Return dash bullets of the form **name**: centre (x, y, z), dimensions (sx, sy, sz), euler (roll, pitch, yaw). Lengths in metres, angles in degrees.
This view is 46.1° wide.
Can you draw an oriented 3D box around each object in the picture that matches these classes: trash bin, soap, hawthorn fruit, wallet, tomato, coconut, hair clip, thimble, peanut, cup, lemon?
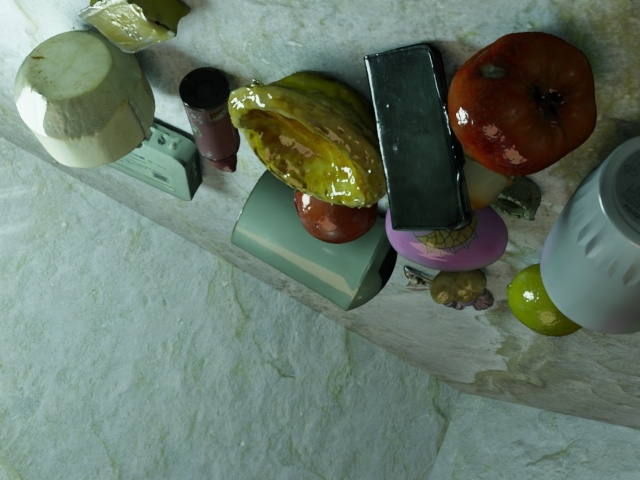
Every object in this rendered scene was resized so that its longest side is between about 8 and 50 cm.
- **trash bin**: centre (0.000, 0.000, 2.061), dimensions (0.432, 0.280, 0.280), euler (28, 165, 2)
- **soap**: centre (-0.371, -0.447, 1.483), dimensions (0.135, 0.076, 0.233), euler (37, 162, -34)
- **hawthorn fruit**: centre (0.276, -0.202, 1.108), dimensions (0.207, 0.207, 0.243), euler (29, -177, -15)
- **wallet**: centre (0.166, -0.169, 1.283), dimensions (0.172, 0.045, 0.318), euler (1, 109, 48)
- **tomato**: centre (0.033, -0.094, 1.796), dimensions (0.184, 0.208, 0.208), euler (-13, 143, 42)
- **coconut**: centre (-0.550, -0.328, 1.772), dimensions (0.323, 0.323, 0.323), euler (23, 165, 6)
- **hair clip**: centre (0.391, 0.159, 2.368), dimensions (0.300, 0.069, 0.173), euler (18, 164, 23)
- **thimble**: centre (0.396, -0.088, 1.521), dimensions (0.110, 0.062, 0.084), euler (27, 164, -10)
- **peanut**: centre (0.398, 0.130, 2.194), dimensions (0.098, 0.103, 0.229), euler (44, 158, -12)
- **cup**: centre (0.523, -0.007, 1.252), dimensions (0.253, 0.253, 0.371), euler (21, 162, 14)
- **lemon**: centre (0.558, 0.144, 1.842), dimensions (0.184, 0.184, 0.248), euler (33, 162, -30)

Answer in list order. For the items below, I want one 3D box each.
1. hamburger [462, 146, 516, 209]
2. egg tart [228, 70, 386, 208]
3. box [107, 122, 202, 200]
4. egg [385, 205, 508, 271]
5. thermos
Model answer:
- **hamburger**: centre (0.252, -0.146, 1.396), dimensions (0.236, 0.147, 0.237), euler (27, 177, 1)
- **egg tart**: centre (-0.003, -0.215, 1.526), dimensions (0.387, 0.169, 0.388), euler (26, 164, 8)
- **box**: centre (-0.556, -0.282, 2.283), dimensions (0.396, 0.111, 0.396), euler (24, 165, -1)
- **egg**: centre (0.279, -0.029, 1.675), dimensions (0.271, 0.196, 0.196), euler (7, 163, 6)
- **thermos**: centre (-0.263, -0.273, 1.779), dimensions (0.136, 0.110, 0.330), euler (20, 160, 9)
